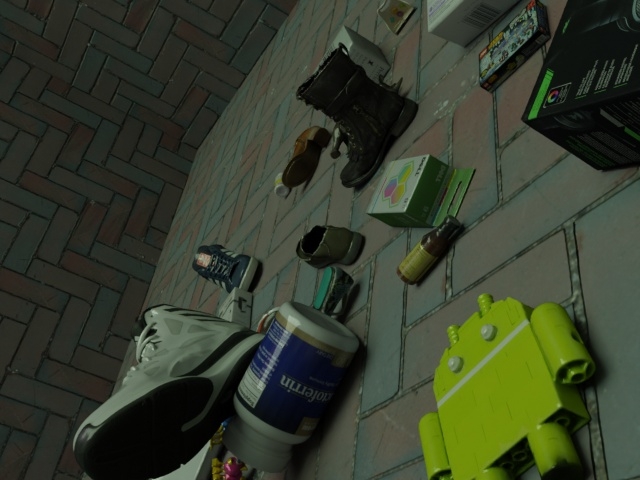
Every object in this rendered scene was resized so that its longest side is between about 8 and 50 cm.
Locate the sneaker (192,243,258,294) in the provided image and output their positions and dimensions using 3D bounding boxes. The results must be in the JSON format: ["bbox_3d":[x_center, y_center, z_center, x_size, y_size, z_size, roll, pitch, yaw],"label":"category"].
[{"bbox_3d":[-0.290,0.078,1.997,0.131,0.148,0.350,-67,20,-8],"label":"sneaker"}]

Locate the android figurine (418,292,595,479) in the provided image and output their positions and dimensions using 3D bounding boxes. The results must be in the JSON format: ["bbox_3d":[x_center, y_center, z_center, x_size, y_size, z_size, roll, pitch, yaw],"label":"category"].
[{"bbox_3d":[0.201,0.174,0.781,0.248,0.056,0.273,-52,24,30],"label":"android figurine"}]

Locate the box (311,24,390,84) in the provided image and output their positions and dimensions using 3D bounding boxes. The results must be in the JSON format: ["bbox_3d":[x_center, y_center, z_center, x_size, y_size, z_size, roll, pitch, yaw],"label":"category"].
[{"bbox_3d":[0.069,-0.426,1.763,0.181,0.119,0.182,-55,22,23],"label":"box"}]

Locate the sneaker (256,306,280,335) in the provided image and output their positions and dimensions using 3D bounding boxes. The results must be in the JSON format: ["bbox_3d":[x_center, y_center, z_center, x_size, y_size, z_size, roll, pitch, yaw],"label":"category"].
[{"bbox_3d":[-0.102,0.207,1.394,0.065,0.061,0.158,43,106,42],"label":"sneaker"}]

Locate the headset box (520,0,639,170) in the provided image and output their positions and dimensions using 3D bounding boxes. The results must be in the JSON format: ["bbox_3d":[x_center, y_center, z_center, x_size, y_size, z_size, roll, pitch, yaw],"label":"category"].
[{"bbox_3d":[0.373,-0.221,0.722,0.246,0.131,0.283,-66,19,-9],"label":"headset box"}]

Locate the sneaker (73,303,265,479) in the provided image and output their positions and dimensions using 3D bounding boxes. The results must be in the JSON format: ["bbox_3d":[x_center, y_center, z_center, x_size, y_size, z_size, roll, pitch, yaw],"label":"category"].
[{"bbox_3d":[-0.293,0.252,1.224,0.258,0.447,0.169,18,113,30],"label":"sneaker"}]

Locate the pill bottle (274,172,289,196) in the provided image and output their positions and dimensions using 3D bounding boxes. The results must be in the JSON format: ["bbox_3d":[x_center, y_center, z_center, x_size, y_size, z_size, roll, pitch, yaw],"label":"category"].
[{"bbox_3d":[-0.112,-0.164,2.004,0.043,0.043,0.083,-53,22,28],"label":"pill bottle"}]

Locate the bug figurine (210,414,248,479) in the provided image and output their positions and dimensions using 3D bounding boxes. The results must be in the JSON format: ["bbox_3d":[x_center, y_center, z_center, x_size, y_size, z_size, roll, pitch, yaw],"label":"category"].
[{"bbox_3d":[-0.169,0.441,1.269,0.279,0.072,0.216,-102,14,-59],"label":"bug figurine"}]

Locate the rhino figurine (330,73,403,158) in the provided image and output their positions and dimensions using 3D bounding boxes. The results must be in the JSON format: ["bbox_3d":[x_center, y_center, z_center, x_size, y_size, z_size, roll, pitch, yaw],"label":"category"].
[{"bbox_3d":[0.107,-0.289,1.569,0.243,0.073,0.106,-45,30,39],"label":"rhino figurine"}]

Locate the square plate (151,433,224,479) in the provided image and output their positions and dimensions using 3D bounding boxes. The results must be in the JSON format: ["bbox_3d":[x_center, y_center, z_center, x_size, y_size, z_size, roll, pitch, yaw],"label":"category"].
[{"bbox_3d":[-0.299,0.481,1.666,0.344,0.049,0.347,-68,20,-10],"label":"square plate"}]

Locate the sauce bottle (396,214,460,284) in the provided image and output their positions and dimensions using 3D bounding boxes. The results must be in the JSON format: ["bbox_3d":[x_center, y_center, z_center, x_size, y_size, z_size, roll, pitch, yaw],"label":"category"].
[{"bbox_3d":[0.170,0.014,1.078,0.128,0.042,0.042,-51,23,25],"label":"sauce bottle"}]

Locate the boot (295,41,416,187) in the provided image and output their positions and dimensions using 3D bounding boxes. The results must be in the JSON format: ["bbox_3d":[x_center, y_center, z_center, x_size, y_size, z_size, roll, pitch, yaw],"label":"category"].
[{"bbox_3d":[0.047,-0.256,1.441,0.263,0.229,0.091,-54,22,26],"label":"boot"}]

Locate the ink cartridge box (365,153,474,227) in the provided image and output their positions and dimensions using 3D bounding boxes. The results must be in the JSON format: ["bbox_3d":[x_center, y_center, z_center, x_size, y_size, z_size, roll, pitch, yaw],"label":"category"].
[{"bbox_3d":[0.164,-0.083,1.179,0.109,0.062,0.209,-66,20,-7],"label":"ink cartridge box"}]

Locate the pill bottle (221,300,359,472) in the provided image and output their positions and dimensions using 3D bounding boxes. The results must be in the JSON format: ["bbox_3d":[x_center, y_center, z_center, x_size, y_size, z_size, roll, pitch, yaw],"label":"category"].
[{"bbox_3d":[-0.056,0.251,1.186,0.264,0.153,0.153,-63,20,5],"label":"pill bottle"}]

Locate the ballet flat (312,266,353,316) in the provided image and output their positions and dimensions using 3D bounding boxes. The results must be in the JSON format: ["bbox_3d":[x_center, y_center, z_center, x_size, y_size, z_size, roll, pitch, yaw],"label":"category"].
[{"bbox_3d":[0.009,0.142,1.292,0.188,0.070,0.070,-65,19,9],"label":"ballet flat"}]

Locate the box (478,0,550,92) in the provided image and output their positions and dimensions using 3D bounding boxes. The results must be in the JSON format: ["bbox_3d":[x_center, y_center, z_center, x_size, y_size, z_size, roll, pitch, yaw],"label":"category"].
[{"bbox_3d":[0.317,-0.322,1.143,0.137,0.027,0.094,-44,26,43],"label":"box"}]

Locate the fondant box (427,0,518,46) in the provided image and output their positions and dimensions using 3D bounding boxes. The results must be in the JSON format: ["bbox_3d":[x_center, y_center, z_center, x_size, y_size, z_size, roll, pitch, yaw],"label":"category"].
[{"bbox_3d":[0.303,-0.572,1.292,0.238,0.096,0.330,-33,50,55],"label":"fondant box"}]

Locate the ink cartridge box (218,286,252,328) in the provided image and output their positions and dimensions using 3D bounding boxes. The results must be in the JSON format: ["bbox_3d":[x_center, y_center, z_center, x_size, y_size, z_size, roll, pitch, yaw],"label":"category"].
[{"bbox_3d":[-0.229,0.205,1.821,0.099,0.056,0.135,-53,23,30],"label":"ink cartridge box"}]

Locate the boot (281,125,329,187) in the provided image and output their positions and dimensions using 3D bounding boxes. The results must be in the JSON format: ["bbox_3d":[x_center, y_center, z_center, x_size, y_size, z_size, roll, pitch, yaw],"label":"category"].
[{"bbox_3d":[-0.055,-0.230,1.911,0.197,0.073,0.152,-53,20,-6],"label":"boot"}]

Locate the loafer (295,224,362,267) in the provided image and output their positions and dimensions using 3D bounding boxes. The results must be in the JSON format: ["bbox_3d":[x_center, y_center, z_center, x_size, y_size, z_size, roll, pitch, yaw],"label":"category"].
[{"bbox_3d":[0.000,0.000,1.452,0.251,0.087,0.094,-11,55,66],"label":"loafer"}]

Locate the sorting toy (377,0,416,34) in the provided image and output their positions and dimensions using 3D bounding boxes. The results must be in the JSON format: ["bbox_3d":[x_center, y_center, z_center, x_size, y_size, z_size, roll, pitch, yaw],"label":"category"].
[{"bbox_3d":[0.184,-0.571,1.719,0.083,0.075,0.045,-50,24,32],"label":"sorting toy"}]
